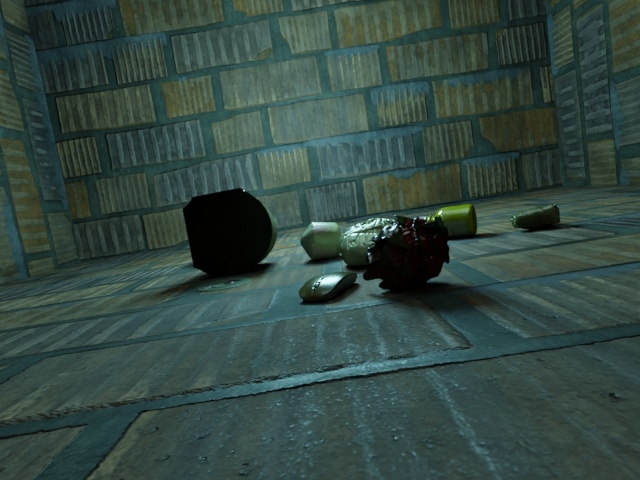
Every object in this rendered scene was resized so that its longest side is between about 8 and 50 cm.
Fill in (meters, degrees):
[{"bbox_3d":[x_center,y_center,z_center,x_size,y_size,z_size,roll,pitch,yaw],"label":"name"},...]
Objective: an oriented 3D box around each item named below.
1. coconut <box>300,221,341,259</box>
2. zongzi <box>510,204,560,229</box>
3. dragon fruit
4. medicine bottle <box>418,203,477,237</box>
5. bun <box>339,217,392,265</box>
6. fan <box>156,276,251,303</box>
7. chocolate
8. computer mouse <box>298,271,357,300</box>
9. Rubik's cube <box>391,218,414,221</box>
[{"bbox_3d":[0.000,0.000,1.660,0.153,0.147,0.147,-3,5,-9],"label":"coconut"},{"bbox_3d":[0.779,-0.078,1.602,0.160,0.078,0.176,-8,-4,14],"label":"zongzi"},{"bbox_3d":[0.202,0.027,1.009,0.189,0.182,0.182,7,15,38],"label":"dragon fruit"},{"bbox_3d":[0.486,-0.069,1.681,0.212,0.122,0.122,-6,7,28],"label":"medicine bottle"},{"bbox_3d":[0.169,0.002,1.404,0.229,0.145,0.229,-5,5,0],"label":"bun"},{"bbox_3d":[-0.370,0.153,1.392,0.329,0.009,0.191,-14,8,-42],"label":"fan"},{"bbox_3d":[-0.337,-0.026,1.731,0.326,0.314,0.297,-13,-3,-4],"label":"chocolate"},{"bbox_3d":[0.022,0.107,1.087,0.102,0.045,0.199,-8,5,29],"label":"computer mouse"},{"bbox_3d":[0.321,-0.033,1.730,0.092,0.092,0.092,-11,6,-15],"label":"Rubik's cube"}]
